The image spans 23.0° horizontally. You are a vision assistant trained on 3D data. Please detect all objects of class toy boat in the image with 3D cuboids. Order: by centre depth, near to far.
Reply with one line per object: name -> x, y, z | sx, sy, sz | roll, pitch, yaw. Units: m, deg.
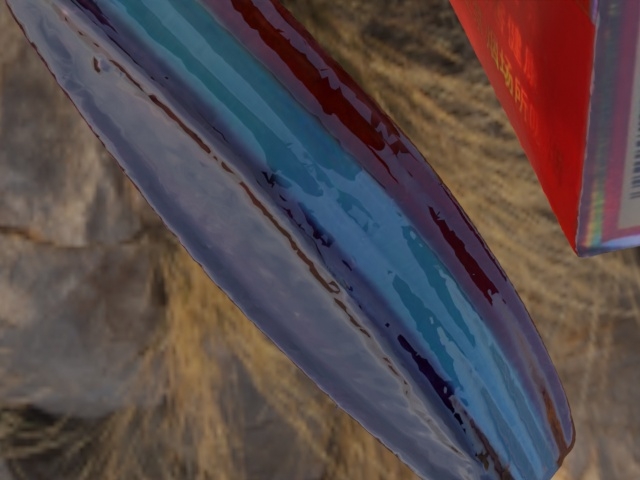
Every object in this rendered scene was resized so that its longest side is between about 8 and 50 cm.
toy boat -> 0.000, 0.000, 0.746 | 0.136, 0.079, 0.392 | -18, 121, 42

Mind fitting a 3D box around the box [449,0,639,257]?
box -> 0.101, -0.174, 0.545 | 0.089, 0.197, 0.313 | -11, 136, -7
